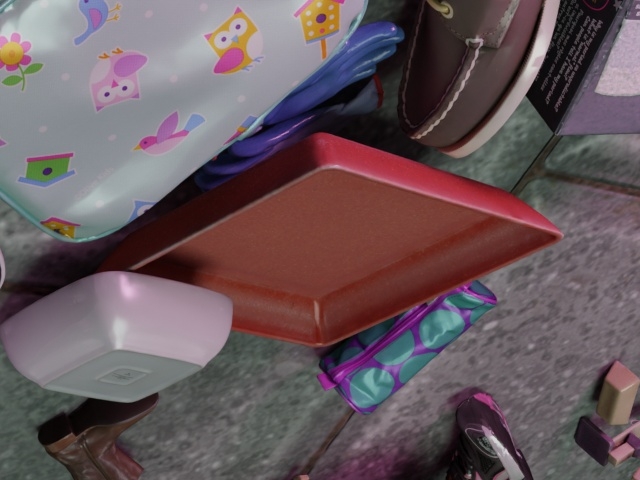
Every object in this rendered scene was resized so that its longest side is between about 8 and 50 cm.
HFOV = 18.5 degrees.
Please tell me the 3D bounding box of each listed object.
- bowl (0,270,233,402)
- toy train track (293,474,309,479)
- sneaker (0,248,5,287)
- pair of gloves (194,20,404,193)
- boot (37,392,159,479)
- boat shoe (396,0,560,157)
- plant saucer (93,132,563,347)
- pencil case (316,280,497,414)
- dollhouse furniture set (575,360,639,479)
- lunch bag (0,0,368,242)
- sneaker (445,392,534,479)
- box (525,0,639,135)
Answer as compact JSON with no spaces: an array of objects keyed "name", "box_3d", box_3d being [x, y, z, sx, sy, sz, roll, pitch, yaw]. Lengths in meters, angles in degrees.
[{"name":"bowl","box_3d":[-0.147,0.076,1.435,0.142,0.053,0.142,-27,150,37]},{"name":"toy train track","box_3d":[-0.039,0.233,1.760,0.048,0.014,0.083,2,138,-45]},{"name":"sneaker","box_3d":[-0.289,0.014,1.238,0.104,0.147,0.296,-41,143,9]},{"name":"pair of gloves","box_3d":[-0.016,-0.091,1.357,0.159,0.023,0.198,-31,167,-11]},{"name":"boot","box_3d":[-0.160,0.167,1.582,0.106,0.037,0.114,-21,140,8]},{"name":"boat shoe","box_3d":[0.113,-0.200,1.304,0.097,0.116,0.324,4,127,-31]},{"name":"plant saucer","box_3d":[0.000,0.000,1.432,0.259,0.048,0.258,-27,151,37]},{"name":"pencil case","box_3d":[0.070,0.076,1.617,0.152,0.064,0.070,-42,157,13]},{"name":"dollhouse furniture set","box_3d":[0.313,0.166,1.879,0.081,0.091,0.114,-27,142,-32]},{"name":"lunch bag","box_3d":[-0.122,-0.146,1.205,0.279,0.108,0.224,-40,137,8]},{"name":"sneaker","box_3d":[0.150,0.213,1.822,0.077,0.072,0.178,-23,137,6]},{"name":"box","box_3d":[0.264,-0.178,1.403,0.247,0.142,0.163,-4,135,-32]}]
